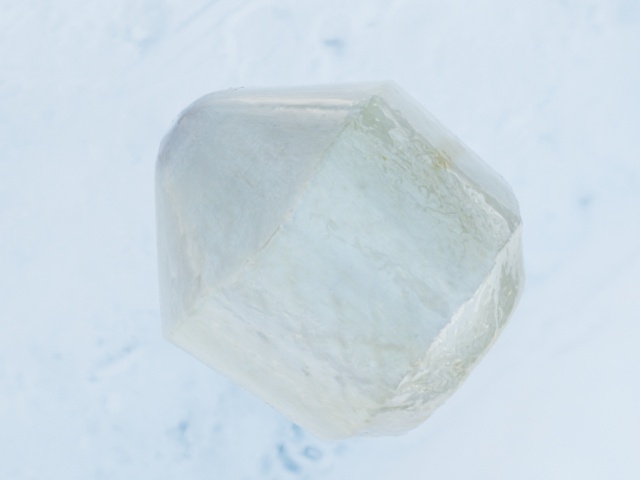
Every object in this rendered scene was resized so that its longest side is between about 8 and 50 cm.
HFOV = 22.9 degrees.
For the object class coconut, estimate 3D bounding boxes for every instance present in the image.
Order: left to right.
[{"bbox_3d":[0.000,0.000,0.926,0.222,0.202,0.202,37,74,-8],"label":"coconut"}]
